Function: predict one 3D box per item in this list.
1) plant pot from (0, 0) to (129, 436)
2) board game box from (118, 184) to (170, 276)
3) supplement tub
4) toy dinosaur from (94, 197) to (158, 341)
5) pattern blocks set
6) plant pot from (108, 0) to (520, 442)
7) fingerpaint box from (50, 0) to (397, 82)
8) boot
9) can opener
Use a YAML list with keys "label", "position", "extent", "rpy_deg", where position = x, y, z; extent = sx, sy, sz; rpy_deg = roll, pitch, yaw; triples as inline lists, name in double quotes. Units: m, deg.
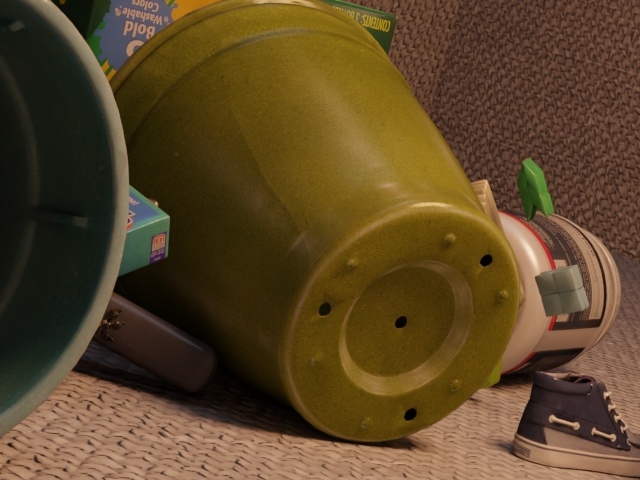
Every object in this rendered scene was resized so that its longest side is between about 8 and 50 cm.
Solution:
- label: "plant pot"
  position: [-0.371, -0.040, 1.405]
  extent: [0.341, 0.341, 0.334]
  rpy_deg: [8, 2, -44]
- label: "board game box"
  position: [-0.255, -0.008, 1.633]
  extent: [0.210, 0.047, 0.160]
  rpy_deg: [-23, 45, -37]
- label: "supplement tub"
  position: [0.223, 0.060, 2.294]
  extent: [0.191, 0.191, 0.272]
  rpy_deg: [19, 8, 28]
- label: "toy dinosaur"
  position: [-0.236, 0.037, 1.663]
  extent: [0.268, 0.064, 0.118]
  rpy_deg: [-17, 48, -35]
- label: "pattern blocks set"
  position: [0.118, 0.024, 2.082]
  extent: [0.325, 0.285, 0.026]
  rpy_deg: [-26, -2, 37]
- label: "plant pot"
  position: [0.000, 0.000, 1.839]
  extent: [0.366, 0.366, 0.353]
  rpy_deg: [10, 20, -33]
- label: "fingerpaint box"
  position: [-0.150, -0.117, 2.167]
  extent: [0.163, 0.371, 0.444]
  rpy_deg: [19, 7, 43]
- label: "boot"
  position: [0.272, 0.176, 1.914]
  extent: [0.190, 0.086, 0.069]
  rpy_deg: [9, 9, -39]
- label: "can opener"
  position: [-0.208, 0.031, 1.752]
  extent: [0.283, 0.095, 0.076]
  rpy_deg: [29, -6, 3]
